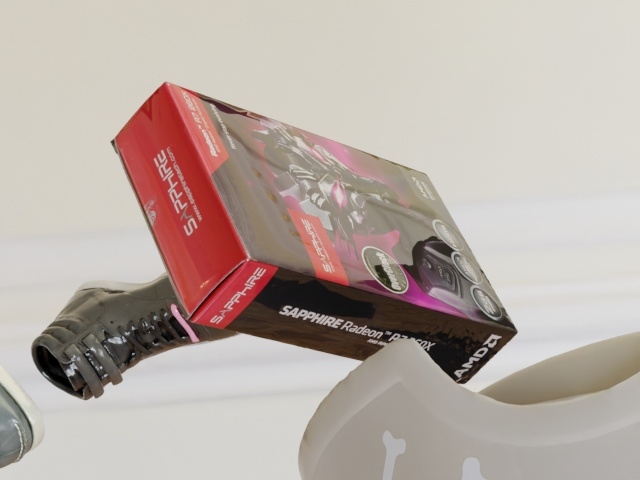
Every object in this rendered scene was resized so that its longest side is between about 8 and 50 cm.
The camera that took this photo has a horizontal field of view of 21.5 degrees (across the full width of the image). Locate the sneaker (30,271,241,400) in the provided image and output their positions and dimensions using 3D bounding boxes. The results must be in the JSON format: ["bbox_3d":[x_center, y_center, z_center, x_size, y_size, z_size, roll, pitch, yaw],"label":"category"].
[{"bbox_3d":[-0.201,0.112,1.880,0.296,0.104,0.147,-6,34,40],"label":"sneaker"}]

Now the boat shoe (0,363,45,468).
[{"bbox_3d":[-0.447,0.134,1.866,0.099,0.319,0.116,-40,-11,-45],"label":"boat shoe"}]

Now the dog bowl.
[{"bbox_3d":[0.167,0.126,0.784,0.349,0.102,0.349,-6,-30,-3],"label":"dog bowl"}]

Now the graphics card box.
[{"bbox_3d":[0.000,0.000,1.598,0.371,0.094,0.233,18,34,-43],"label":"graphics card box"}]
